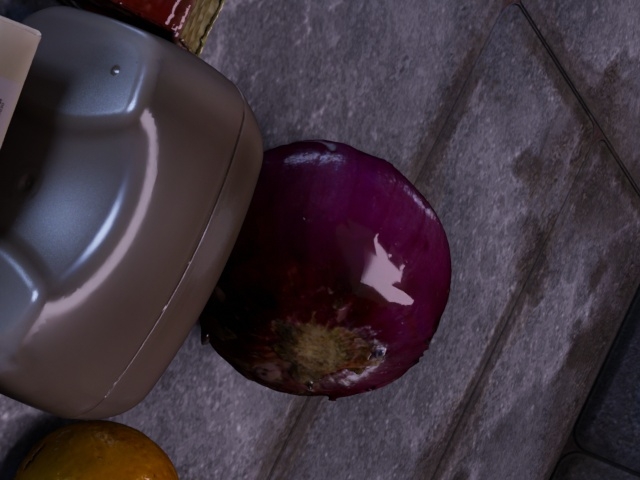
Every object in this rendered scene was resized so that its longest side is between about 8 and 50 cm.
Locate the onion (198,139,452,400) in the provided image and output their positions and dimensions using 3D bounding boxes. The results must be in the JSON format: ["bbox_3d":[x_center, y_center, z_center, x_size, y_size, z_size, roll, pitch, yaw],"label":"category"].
[{"bbox_3d":[0.000,0.000,1.844,0.385,0.347,0.348,-85,166,-47],"label":"onion"}]

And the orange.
[{"bbox_3d":[-0.262,0.319,1.712,0.219,0.193,0.219,-4,96,-44],"label":"orange"}]

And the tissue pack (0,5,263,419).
[{"bbox_3d":[-0.232,-0.017,1.490,0.277,0.267,0.387,35,77,-52],"label":"tissue pack"}]

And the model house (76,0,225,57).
[{"bbox_3d":[-0.173,-0.313,1.520,0.254,0.160,0.196,29,83,-59],"label":"model house"}]

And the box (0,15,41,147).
[{"bbox_3d":[-0.369,-0.120,1.329,0.095,0.168,0.212,19,92,-55],"label":"box"}]
